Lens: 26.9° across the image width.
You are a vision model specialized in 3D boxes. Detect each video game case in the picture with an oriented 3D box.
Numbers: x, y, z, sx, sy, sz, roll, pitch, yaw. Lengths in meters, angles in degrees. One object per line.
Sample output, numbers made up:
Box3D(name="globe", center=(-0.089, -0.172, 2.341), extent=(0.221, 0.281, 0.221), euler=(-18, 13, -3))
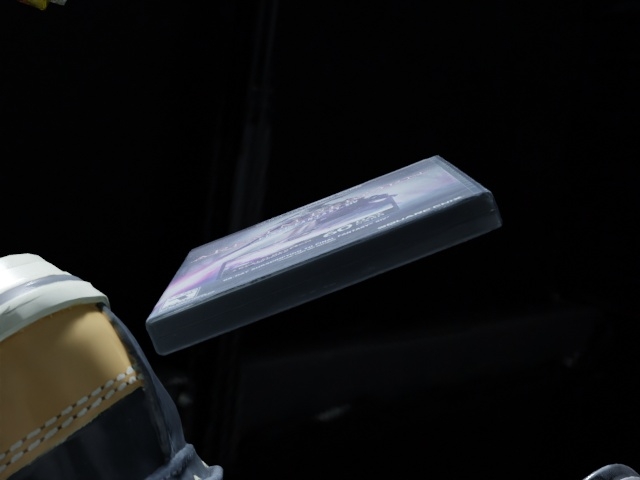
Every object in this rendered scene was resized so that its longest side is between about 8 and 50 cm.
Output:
Box3D(name="video game case", center=(0.000, 0.000, 0.837), extent=(0.196, 0.274, 0.026), euler=(-21, -82, 2))

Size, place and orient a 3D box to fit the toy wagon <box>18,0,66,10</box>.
Box3D(name="toy wagon", center=(-0.327, -0.277, 0.952), extent=(0.344, 0.267, 0.068), euler=(27, -96, -11))

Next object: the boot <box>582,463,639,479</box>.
Box3D(name="boot", center=(0.251, 0.247, 0.744), extent=(0.118, 0.222, 0.338), euler=(-39, -42, -2))

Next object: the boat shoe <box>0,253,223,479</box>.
Box3D(name="boat shoe", center=(-0.143, 0.173, 0.692), extent=(0.187, 0.156, 0.500), euler=(-37, -13, -23))
